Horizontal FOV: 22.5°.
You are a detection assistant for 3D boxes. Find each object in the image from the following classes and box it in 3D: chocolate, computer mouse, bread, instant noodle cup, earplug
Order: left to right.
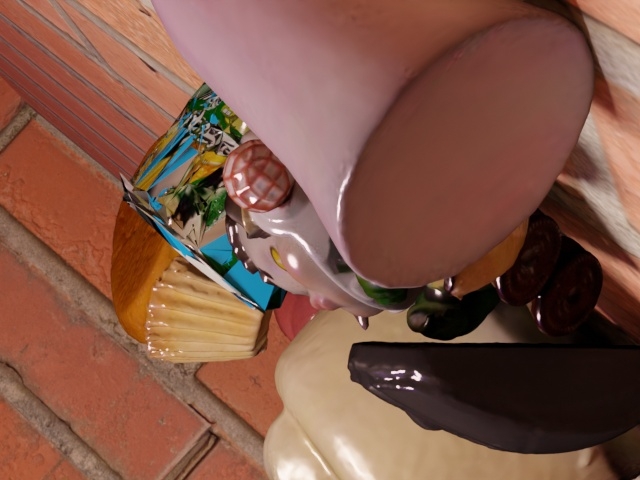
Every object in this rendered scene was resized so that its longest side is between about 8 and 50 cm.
[{"bbox_3d":[-0.145,0.004,1.879,0.183,0.236,0.388,11,-166,-10],"label":"bread"},{"bbox_3d":[-0.074,-0.051,1.603,0.240,0.178,0.240,40,173,6],"label":"instant noodle cup"},{"bbox_3d":[-0.009,-0.129,0.920,0.301,0.172,0.172,45,176,34],"label":"earplug"},{"bbox_3d":[0.119,0.174,1.483,0.326,0.297,0.314,39,178,12],"label":"chocolate"},{"bbox_3d":[0.149,0.120,1.234,0.270,0.086,0.137,3,177,-19],"label":"computer mouse"}]

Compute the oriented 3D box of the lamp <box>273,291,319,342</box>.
[{"bbox_3d":[0.038,0.075,1.694,0.182,0.140,0.182,32,177,2],"label":"lamp"}]

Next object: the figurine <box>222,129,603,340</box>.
[{"bbox_3d":[0.054,-0.014,1.240,0.281,0.167,0.370,34,171,-36],"label":"figurine"}]

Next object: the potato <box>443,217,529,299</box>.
[{"bbox_3d":[0.081,-0.080,1.074,0.261,0.100,0.120,-125,33,-52],"label":"potato"}]
